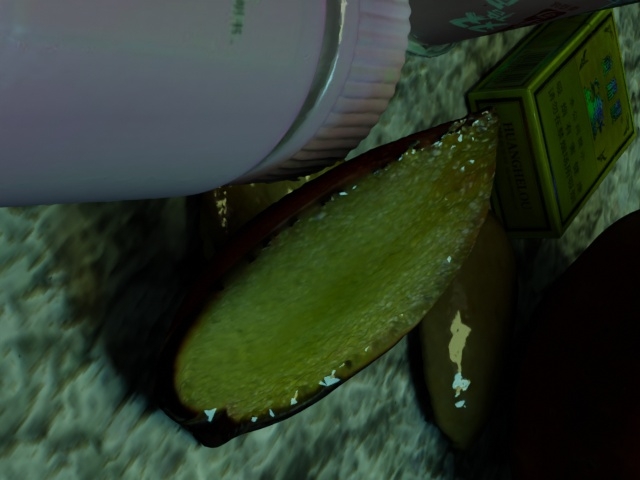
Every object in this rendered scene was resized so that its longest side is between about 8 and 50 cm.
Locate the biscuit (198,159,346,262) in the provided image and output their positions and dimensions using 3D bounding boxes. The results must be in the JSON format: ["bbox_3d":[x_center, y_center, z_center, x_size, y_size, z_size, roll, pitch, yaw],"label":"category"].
[{"bbox_3d":[0.000,0.000,0.825,0.247,0.029,0.118,30,61,-50],"label":"biscuit"}]

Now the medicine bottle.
[{"bbox_3d":[-0.101,-0.105,0.546,0.291,0.178,0.178,-9,96,-56],"label":"medicine bottle"}]

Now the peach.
[{"bbox_3d":[-0.002,0.010,0.684,0.189,0.279,0.068,-5,51,-49],"label":"peach"}]

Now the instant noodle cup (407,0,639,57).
[{"bbox_3d":[0.166,-0.262,0.904,0.243,0.231,0.242,0,90,-56],"label":"instant noodle cup"}]

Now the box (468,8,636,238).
[{"bbox_3d":[0.215,-0.112,1.119,0.220,0.064,0.141,-43,123,-46],"label":"box"}]

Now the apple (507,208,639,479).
[{"bbox_3d":[0.299,0.120,1.025,0.295,0.329,0.365,61,13,-3],"label":"apple"}]

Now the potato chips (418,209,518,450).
[{"bbox_3d":[0.128,0.063,0.999,0.150,0.049,0.201,51,43,-49],"label":"potato chips"}]
